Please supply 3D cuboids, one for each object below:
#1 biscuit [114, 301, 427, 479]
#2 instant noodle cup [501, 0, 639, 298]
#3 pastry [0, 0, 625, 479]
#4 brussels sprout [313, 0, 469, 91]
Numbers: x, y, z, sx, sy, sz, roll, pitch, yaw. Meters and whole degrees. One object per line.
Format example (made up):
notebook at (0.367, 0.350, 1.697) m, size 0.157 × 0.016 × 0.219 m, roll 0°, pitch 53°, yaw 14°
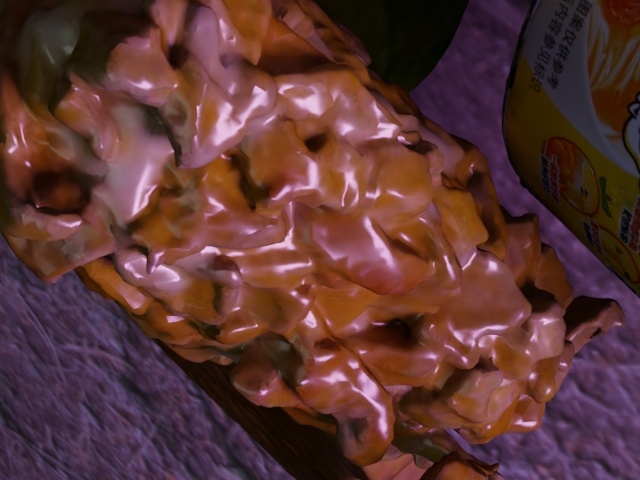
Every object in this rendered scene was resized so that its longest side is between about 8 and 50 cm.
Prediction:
biscuit at (-0.087, -0.025, 0.804) m, size 0.385 × 0.062 × 0.365 m, roll 44°, pitch 170°, yaw 12°
instant noodle cup at (0.161, -0.039, 0.506) m, size 0.153 × 0.205 × 0.205 m, roll 43°, pitch 147°, yaw 30°
pastry at (0.000, 0.000, 0.515) m, size 0.250 × 0.102 × 0.154 m, roll 41°, pitch -171°, yaw -39°
brussels sprout at (-0.017, -0.113, 0.666) m, size 0.155 × 0.155 × 0.117 m, roll 48°, pitch 147°, yaw 3°
